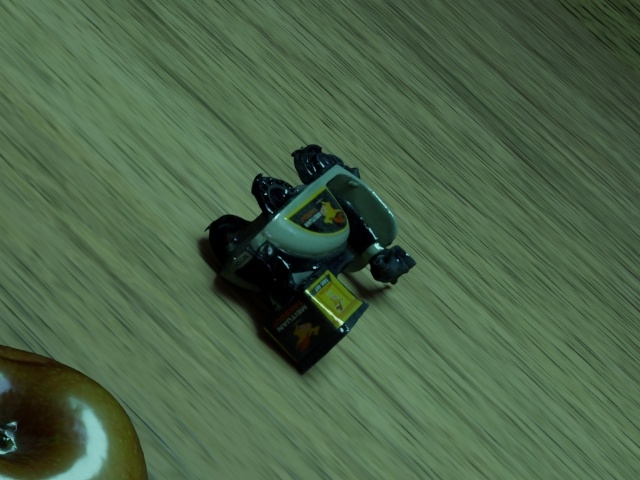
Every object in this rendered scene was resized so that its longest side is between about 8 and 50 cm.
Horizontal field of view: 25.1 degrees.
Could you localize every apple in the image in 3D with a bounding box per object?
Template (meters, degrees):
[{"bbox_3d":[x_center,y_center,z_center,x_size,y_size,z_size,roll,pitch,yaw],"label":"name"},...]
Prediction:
[{"bbox_3d":[-0.182,0.133,0.716,0.201,0.162,0.201,32,27,-18],"label":"apple"}]

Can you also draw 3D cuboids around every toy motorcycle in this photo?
[{"bbox_3d":[0.000,0.000,1.261,0.157,0.091,0.263,47,28,0],"label":"toy motorcycle"}]
